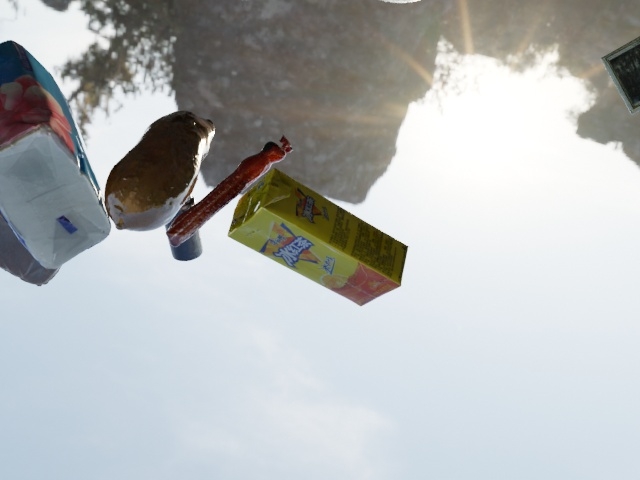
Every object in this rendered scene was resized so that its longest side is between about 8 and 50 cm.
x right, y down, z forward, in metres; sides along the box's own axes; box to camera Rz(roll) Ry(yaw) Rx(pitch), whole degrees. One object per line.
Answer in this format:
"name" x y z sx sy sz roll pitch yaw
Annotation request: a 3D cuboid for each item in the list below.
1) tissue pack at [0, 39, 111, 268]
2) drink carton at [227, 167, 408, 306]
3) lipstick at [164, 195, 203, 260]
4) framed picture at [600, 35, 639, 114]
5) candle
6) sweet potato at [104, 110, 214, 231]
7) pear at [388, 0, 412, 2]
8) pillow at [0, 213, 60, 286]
"tissue pack" -0.392 -0.125 0.997 0.137 0.209 0.270 -27 -134 -12
"drink carton" 0.000 0.000 1.509 0.351 0.154 0.111 30 -127 -22
"lipstick" -0.318 -0.093 1.596 0.081 0.300 0.081 -6 -151 3
"framed picture" 0.703 -0.369 1.514 0.142 0.183 0.011 66 -159 11
"candle" -0.187 -0.106 1.489 0.051 0.329 0.048 50 163 -6
"sweet potato" -0.186 -0.108 0.920 0.097 0.097 0.292 15 -145 4
"pear" 0.157 -0.662 1.494 0.348 0.348 0.348 12 -159 -5
"pillow" -0.531 -0.003 1.233 0.211 0.135 0.034 30 -166 -32
